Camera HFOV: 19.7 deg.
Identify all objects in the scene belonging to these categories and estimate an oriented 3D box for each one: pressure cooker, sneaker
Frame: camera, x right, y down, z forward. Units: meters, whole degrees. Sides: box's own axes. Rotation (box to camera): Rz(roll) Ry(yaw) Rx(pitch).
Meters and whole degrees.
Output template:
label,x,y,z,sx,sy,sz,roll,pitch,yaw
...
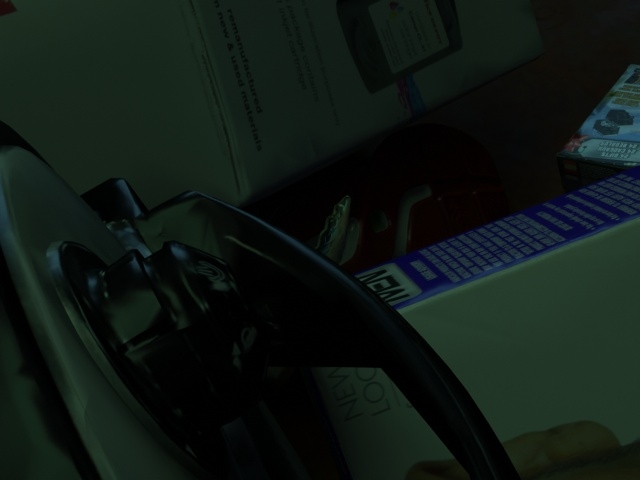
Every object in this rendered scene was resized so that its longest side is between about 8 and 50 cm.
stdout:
label,x,y,z,sx,sy,sz,roll,pitch,yaw
pressure cooker,-0.125,0.170,0.565,0.420,0.375,0.370,-31,83,1
sneaker,0.000,0.000,0.993,0.128,0.087,0.221,-19,-2,39

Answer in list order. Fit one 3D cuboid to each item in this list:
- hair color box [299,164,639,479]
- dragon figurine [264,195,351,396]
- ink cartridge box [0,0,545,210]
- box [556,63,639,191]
label,x,y,z,sx,sy,sz,roll,pitch,yaw
hair color box,0.173,0.057,0.769,0.338,0.185,0.110,-21,10,-2
dragon figurine,-0.093,0.057,0.883,0.144,0.289,0.085,32,53,-1
ink cartridge box,-0.055,-0.100,0.993,0.226,0.131,0.306,-11,12,36
box,0.214,-0.053,1.034,0.137,0.027,0.094,14,47,35
